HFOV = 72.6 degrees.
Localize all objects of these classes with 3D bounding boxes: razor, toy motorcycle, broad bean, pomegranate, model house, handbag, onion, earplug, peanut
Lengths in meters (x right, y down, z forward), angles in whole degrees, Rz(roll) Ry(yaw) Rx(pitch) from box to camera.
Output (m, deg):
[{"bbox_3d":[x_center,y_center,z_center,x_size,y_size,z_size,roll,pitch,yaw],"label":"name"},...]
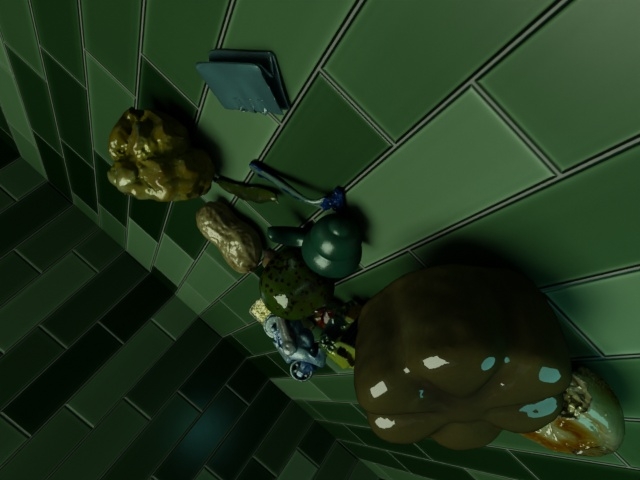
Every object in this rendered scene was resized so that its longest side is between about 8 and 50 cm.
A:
[{"bbox_3d":[-0.080,-0.147,1.187,0.324,0.056,0.093,26,149,25],"label":"razor"},{"bbox_3d":[-0.076,0.390,1.721,0.241,0.182,0.319,-31,92,38],"label":"toy motorcycle"},{"bbox_3d":[-0.233,-0.151,1.367,0.297,0.043,0.060,18,134,36],"label":"broad bean"},{"bbox_3d":[-0.088,0.130,1.399,0.270,0.254,0.254,41,152,19],"label":"pomegranate"},{"bbox_3d":[0.119,0.281,1.351,0.170,0.194,0.211,45,150,2],"label":"model house"},{"bbox_3d":[-0.179,-0.362,1.013,0.221,0.057,0.144,18,148,34],"label":"handbag"},{"bbox_3d":[0.024,0.267,1.567,0.117,0.118,0.118,40,160,52],"label":"onion"},{"bbox_3d":[0.001,-0.007,1.193,0.257,0.164,0.280,51,151,10],"label":"earplug"},{"bbox_3d":[-0.308,-0.019,1.544,0.159,0.143,0.291,-36,99,25],"label":"peanut"}]

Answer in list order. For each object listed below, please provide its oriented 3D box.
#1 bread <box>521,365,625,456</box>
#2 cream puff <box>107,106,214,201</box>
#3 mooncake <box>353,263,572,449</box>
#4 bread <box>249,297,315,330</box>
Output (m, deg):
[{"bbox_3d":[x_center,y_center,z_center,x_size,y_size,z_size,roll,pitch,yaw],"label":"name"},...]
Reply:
[{"bbox_3d":[0.604,0.408,1.033,0.192,0.171,0.314,29,150,14],"label":"bread"},{"bbox_3d":[-0.481,-0.265,1.319,0.324,0.291,0.257,28,121,48],"label":"cream puff"},{"bbox_3d":[0.301,0.276,0.972,0.467,0.262,0.467,1,132,2],"label":"mooncake"},{"bbox_3d":[-0.162,0.330,1.882,0.266,0.178,0.142,44,-178,-1],"label":"bread"}]
